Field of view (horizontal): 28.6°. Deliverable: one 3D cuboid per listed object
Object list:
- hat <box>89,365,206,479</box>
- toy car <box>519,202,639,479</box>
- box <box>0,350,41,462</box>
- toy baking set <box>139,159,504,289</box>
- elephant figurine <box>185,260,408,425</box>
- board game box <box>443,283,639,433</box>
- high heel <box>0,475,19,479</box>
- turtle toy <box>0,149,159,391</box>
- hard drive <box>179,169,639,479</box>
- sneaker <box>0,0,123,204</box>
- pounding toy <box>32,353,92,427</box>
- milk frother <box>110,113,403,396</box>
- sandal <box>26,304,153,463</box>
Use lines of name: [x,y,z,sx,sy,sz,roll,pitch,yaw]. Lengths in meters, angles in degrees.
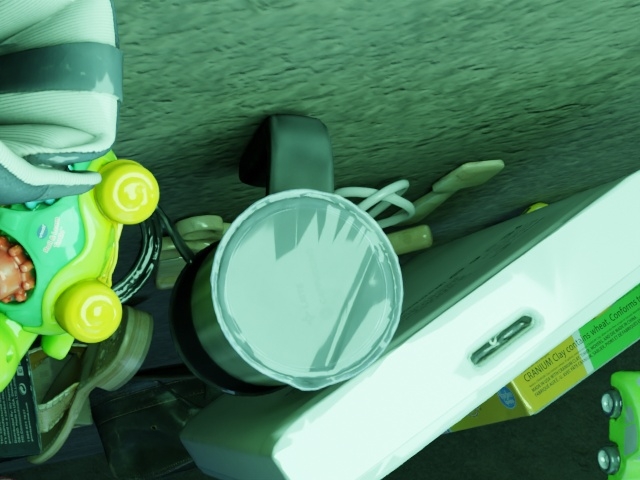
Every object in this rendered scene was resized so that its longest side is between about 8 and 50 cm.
hat: [-0.201,0.247,1.656,0.331,0.134,0.331,-11,170,-2]
toy car: [0.251,0.084,0.937,0.239,0.225,0.053,0,-178,-21]
box: [-0.340,0.131,0.956,0.153,0.108,0.207,-16,168,22]
toy baking set: [0.000,0.001,0.827,0.256,0.030,0.197,-13,170,9]
elephant figurine: [0.032,0.074,0.985,0.239,0.186,0.169,-23,136,15]
board game box: [0.206,0.079,1.119,0.242,0.064,0.316,-32,176,-17]
high heel: [-0.255,0.202,0.961,0.181,0.127,0.377,-39,-178,-35]
turtle toy: [-0.121,0.007,0.514,0.066,0.130,0.095,18,180,-28]
hard drive: [0.041,0.063,0.728,0.233,0.047,0.353,-35,-178,-15]
sneaker: [-0.129,-0.027,0.394,0.163,0.086,0.226,-9,169,7]
pounding toy: [-0.306,0.169,1.215,0.130,0.100,0.141,-12,170,5]
milk frother: [-0.055,0.015,0.578,0.143,0.129,0.135,-14,175,-16]
sandal: [-0.230,0.112,1.063,0.079,0.088,0.240,23,140,-26]
